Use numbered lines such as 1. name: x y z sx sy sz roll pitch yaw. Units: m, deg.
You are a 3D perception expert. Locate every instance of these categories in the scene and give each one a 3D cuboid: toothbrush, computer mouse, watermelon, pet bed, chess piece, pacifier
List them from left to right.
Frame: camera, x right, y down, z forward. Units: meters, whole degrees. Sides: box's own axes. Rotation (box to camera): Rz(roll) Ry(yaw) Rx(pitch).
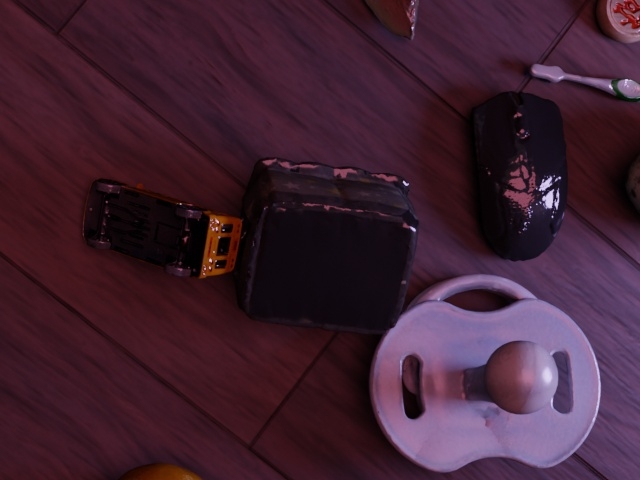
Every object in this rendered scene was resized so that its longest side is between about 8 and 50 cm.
1. pet bed: 0.000 0.000 1.789 0.210 0.159 0.183 6 112 -11
2. watermelon: 0.092 -0.331 1.863 0.101 0.080 0.155 -9 105 -4
3. pacifier: 0.215 0.157 1.780 0.299 0.233 0.244 -1 85 -14
4. computer mouse: 0.254 -0.083 1.882 0.122 0.073 0.217 -3 87 -12
5. chess piece: 0.403 -0.301 1.943 0.083 0.038 0.084 0 89 -12
6. toothbrush: 0.413 -0.196 1.944 0.303 0.030 0.030 9 86 -12

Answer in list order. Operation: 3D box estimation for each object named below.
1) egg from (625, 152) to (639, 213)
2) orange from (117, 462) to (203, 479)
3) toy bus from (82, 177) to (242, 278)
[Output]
1. egg: 0.504 -0.073 1.887 0.228 0.177 0.177 4 87 2
2. orange: -0.193 0.336 1.727 0.134 0.154 0.155 0 87 24
3. toy bus: -0.190 -0.015 1.747 0.088 0.194 0.083 -2 106 -54
